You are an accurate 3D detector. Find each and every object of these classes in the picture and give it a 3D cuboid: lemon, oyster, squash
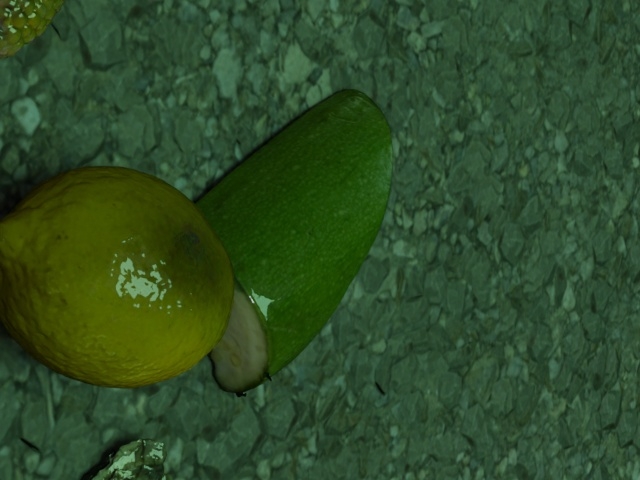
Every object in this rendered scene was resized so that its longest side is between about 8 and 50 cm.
[{"bbox_3d":[-0.173,0.032,1.414,0.257,0.188,0.188,23,79,-44],"label":"lemon"},{"bbox_3d":[-0.195,0.266,1.512,0.106,0.061,0.200,51,59,-39],"label":"oyster"},{"bbox_3d":[0.000,0.000,1.652,0.289,0.111,0.203,-38,123,-39],"label":"squash"}]

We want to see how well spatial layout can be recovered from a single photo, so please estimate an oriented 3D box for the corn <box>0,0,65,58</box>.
[{"bbox_3d":[-0.214,-0.278,1.388,0.101,0.101,0.291,41,65,-42],"label":"corn"}]
